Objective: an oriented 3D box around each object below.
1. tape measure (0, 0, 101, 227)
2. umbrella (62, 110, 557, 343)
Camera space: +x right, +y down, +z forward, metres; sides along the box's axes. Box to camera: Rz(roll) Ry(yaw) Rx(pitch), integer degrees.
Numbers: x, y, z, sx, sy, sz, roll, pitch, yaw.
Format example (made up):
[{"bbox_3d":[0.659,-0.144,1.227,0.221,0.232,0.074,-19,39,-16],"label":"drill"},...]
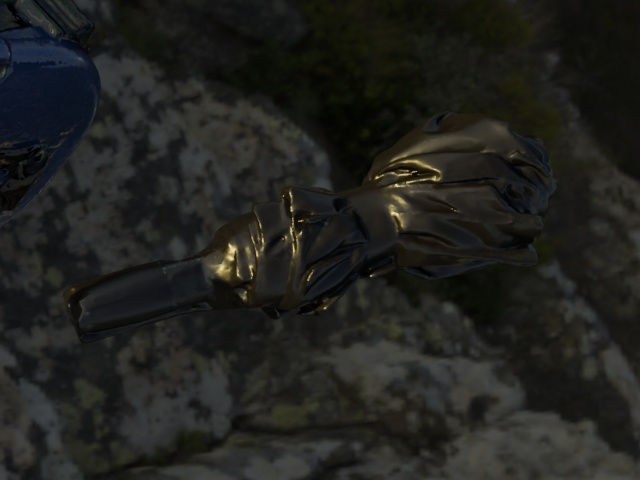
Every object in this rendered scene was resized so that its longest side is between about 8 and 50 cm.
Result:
[{"bbox_3d":[-0.280,-0.021,0.871,0.098,0.351,0.215,49,24,11],"label":"tape measure"},{"bbox_3d":[0.000,0.000,0.904,0.340,0.118,0.118,-17,92,-17],"label":"umbrella"}]
